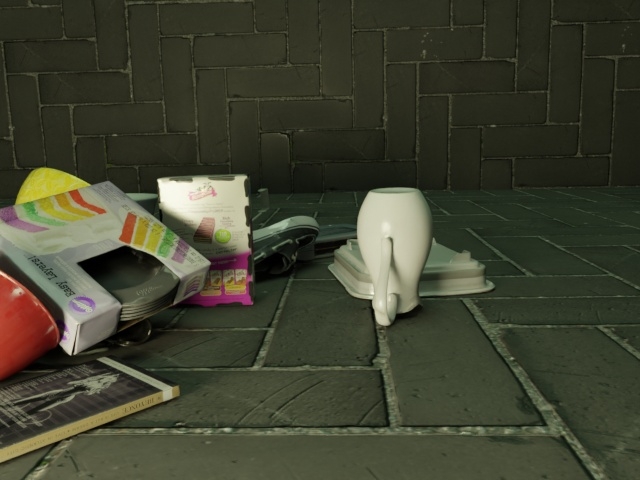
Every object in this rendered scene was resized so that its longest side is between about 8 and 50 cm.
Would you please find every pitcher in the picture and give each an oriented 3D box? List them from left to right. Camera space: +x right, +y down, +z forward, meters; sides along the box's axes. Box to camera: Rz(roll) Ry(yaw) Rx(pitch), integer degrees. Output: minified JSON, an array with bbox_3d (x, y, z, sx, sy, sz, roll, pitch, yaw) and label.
[{"bbox_3d":[0.118,0.024,0.990,0.126,0.207,0.178,1,11,16],"label":"pitcher"}]

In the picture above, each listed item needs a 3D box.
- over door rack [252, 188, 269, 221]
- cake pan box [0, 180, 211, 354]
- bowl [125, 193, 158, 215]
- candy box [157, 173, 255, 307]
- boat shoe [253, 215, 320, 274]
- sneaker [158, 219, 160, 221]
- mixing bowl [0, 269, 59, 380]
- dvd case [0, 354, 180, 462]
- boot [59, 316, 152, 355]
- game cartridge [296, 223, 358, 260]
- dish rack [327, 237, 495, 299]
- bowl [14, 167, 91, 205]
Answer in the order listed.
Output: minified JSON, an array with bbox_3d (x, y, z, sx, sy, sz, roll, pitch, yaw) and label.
[{"bbox_3d":[-0.276,-0.017,1.491,0.240,0.108,0.324,1,31,15],"label":"over door rack"},{"bbox_3d":[-0.335,0.028,0.902,0.267,0.070,0.246,37,37,21],"label":"cake pan box"},{"bbox_3d":[-0.636,-0.067,1.840,0.298,0.134,0.298,-2,9,0],"label":"bowl"},{"bbox_3d":[-0.202,-0.001,1.095,0.159,0.233,0.071,-1,10,-3],"label":"candy box"},{"bbox_3d":[-0.100,0.026,1.331,0.301,0.108,0.102,-15,61,-47],"label":"boat shoe"},{"bbox_3d":[-0.332,0.007,1.309,0.237,0.095,0.104,17,57,24],"label":"sneaker"},{"bbox_3d":[-0.428,0.114,0.739,0.182,0.181,0.098,3,43,23],"label":"mixing bowl"},{"bbox_3d":[-0.296,0.181,0.676,0.165,0.018,0.221,6,13,43],"label":"dvd case"},{"bbox_3d":[-0.385,0.121,0.880,0.247,0.083,0.161,-9,18,-32],"label":"boot"},{"bbox_3d":[0.000,0.000,1.604,0.297,0.062,0.198,-9,8,-36],"label":"game cartridge"},{"bbox_3d":[0.174,0.045,1.267,0.286,0.072,0.333,-4,9,-9],"label":"dish rack"},{"bbox_3d":[-0.493,0.012,1.193,0.290,0.289,0.156,6,54,36],"label":"bowl"}]
